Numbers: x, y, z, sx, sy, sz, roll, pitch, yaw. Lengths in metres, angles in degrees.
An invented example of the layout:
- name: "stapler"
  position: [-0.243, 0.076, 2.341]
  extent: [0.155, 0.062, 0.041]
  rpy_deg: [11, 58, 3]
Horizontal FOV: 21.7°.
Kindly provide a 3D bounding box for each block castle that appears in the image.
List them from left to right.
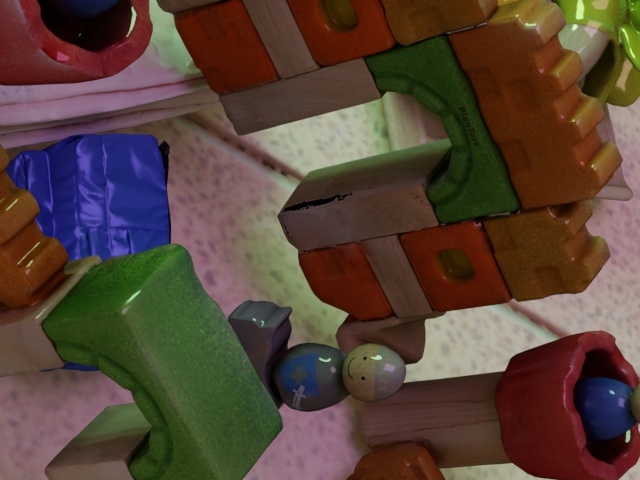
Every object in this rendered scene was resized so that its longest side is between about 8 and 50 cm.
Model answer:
- name: "block castle"
  position: [0.000, 0.000, 0.816]
  extent: [0.303, 0.212, 0.453]
  rpy_deg: [-49, 119, -46]

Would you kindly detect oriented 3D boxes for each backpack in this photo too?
- name: "backpack"
  position: [-0.136, 0.012, 0.905]
  extent: [0.101, 0.098, 0.120]
  rpy_deg: [-4, 79, -35]

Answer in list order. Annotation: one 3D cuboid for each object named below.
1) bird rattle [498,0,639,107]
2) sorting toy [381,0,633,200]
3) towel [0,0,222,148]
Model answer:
- name: "bird rattle"
  position: [0.125, -0.183, 1.106]
  extent: [0.207, 0.143, 0.253]
  rpy_deg: [-39, 84, -24]
- name: "sorting toy"
  position: [0.115, -0.120, 1.164]
  extent: [0.193, 0.038, 0.208]
  rpy_deg: [4, 61, -30]
- name: "towel"
  position: [-0.198, -0.205, 0.935]
  extent: [0.317, 0.053, 0.332]
  rpy_deg: [-19, 74, -53]
